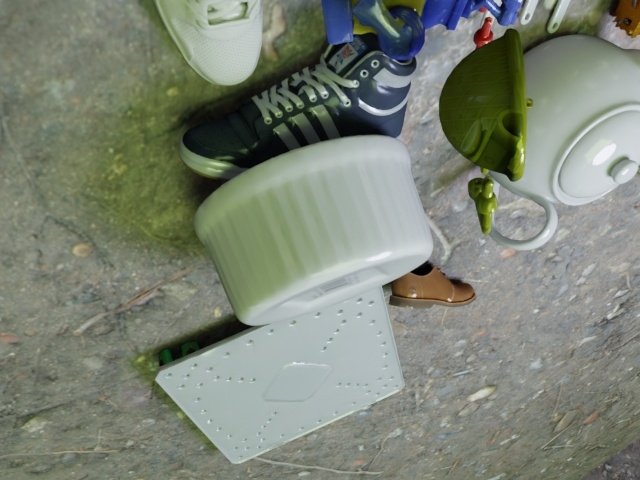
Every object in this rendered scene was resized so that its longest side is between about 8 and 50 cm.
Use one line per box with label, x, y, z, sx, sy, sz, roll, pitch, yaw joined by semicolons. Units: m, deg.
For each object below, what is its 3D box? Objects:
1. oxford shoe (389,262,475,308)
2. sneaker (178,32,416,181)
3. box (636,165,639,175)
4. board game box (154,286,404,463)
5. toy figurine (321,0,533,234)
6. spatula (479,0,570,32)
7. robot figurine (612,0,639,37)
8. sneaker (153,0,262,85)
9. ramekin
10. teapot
oxford shoe;0.209;0.080;0.992;0.212;0.076;0.076;5;89;-42
sneaker;-0.018;-0.159;0.622;0.282;0.099;0.153;-11;140;-25
box;0.637;-0.189;0.903;0.213;0.117;0.243;14;124;-36
board game box;-0.049;0.246;1.033;0.389;0.050;0.390;-23;136;-4
toy figurine;0.070;-0.200;0.526;0.217;0.363;0.191;7;154;3
spatula;0.268;-0.358;0.634;0.168;0.019;0.242;-11;136;-27
robot figurine;0.463;-0.388;0.642;0.210;0.085;0.291;-7;134;-10
sneaker;-0.089;-0.235;0.468;0.108;0.169;0.293;-18;138;-12
ramekin;0.000;0.000;0.673;0.277;0.135;0.277;-20;167;-5
teapot;0.350;-0.136;0.762;0.252;0.187;0.256;-17;137;-11
